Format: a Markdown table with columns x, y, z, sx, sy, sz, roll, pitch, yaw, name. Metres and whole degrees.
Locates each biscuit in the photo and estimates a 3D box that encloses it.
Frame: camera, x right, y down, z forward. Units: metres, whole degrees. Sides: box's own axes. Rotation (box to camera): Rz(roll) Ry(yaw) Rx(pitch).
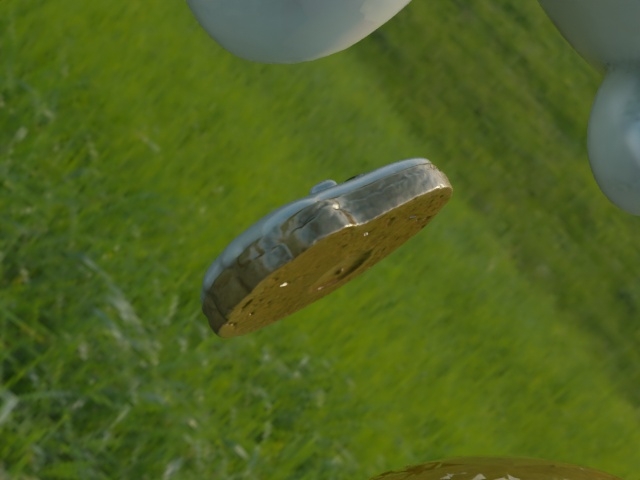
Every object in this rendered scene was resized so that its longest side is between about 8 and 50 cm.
| x | y | z | sx | sy | sz | roll | pitch | yaw | name |
| --- | --- | --- | --- | --- | --- | --- | --- | --- | --- |
| 0.000 | 0.000 | 1.082 | 0.208 | 0.181 | 0.049 | -26 | 78 | -37 | biscuit |

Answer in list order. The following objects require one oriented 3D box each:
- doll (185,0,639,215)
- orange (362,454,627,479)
| x | y | z | sx | sy | sz | roll | pitch | yaw | name |
| --- | --- | --- | --- | --- | --- | --- | --- | --- | --- |
| 0.136 | -0.187 | 0.492 | 0.187 | 0.365 | 0.376 | 12 | 1 | 28 | doll |
| 0.055 | 0.183 | 0.513 | 0.236 | 0.236 | 0.236 | 28 | 36 | -23 | orange |
